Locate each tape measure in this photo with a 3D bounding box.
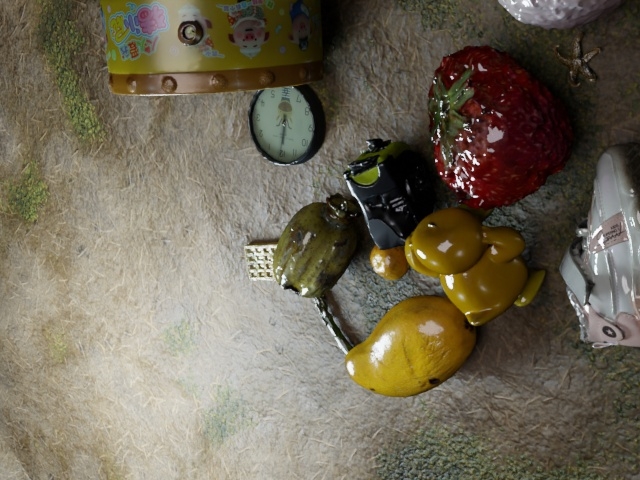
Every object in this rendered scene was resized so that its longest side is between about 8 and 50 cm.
[{"bbox_3d":[0.138,-0.099,1.619,0.112,0.186,0.199,-13,110,28],"label":"tape measure"}]

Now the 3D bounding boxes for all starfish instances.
[{"bbox_3d":[0.424,-0.300,1.449,0.078,0.028,0.091,8,105,29],"label":"starfish"}]

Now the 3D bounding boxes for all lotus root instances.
[{"bbox_3d":[0.001,-0.001,1.780,0.154,0.154,0.278,43,125,19],"label":"lotus root"}]

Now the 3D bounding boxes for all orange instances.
[{"bbox_3d":[0.139,0.037,1.730,0.083,0.070,0.083,18,113,49],"label":"orange"}]

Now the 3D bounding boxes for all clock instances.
[{"bbox_3d":[-0.074,-0.246,1.827,0.184,0.040,0.185,11,109,34],"label":"clock"}]

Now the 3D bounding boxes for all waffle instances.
[{"bbox_3d":[-0.111,0.048,1.951,0.135,0.021,0.092,-1,101,38],"label":"waffle"}]

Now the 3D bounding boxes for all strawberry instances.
[{"bbox_3d":[0.302,-0.187,1.464,0.274,0.220,0.274,177,90,-74],"label":"strawberry"}]

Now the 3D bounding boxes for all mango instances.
[{"bbox_3d":[0.181,0.209,1.720,0.295,0.120,0.177,-37,88,39],"label":"mango"}]

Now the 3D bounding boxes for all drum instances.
[{"bbox_3d":[-0.200,-0.395,1.640,0.431,0.431,0.214,8,109,35],"label":"drum"}]

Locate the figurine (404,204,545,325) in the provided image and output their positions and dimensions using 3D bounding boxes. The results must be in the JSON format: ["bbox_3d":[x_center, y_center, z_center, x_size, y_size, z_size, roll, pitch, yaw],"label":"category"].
[{"bbox_3d":[0.267,0.035,1.536,0.215,0.215,0.228,-16,107,38],"label":"figurine"}]

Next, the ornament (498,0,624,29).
[{"bbox_3d":[0.368,-0.450,1.322,0.259,0.225,0.260,10,108,34],"label":"ornament"}]

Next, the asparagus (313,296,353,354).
[{"bbox_3d":[0.043,0.204,1.876,0.034,0.027,0.236,-40,78,32],"label":"asparagus"}]

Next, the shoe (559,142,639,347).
[{"bbox_3d":[0.477,0.025,1.411,0.198,0.171,0.351,-12,94,41],"label":"shoe"}]
